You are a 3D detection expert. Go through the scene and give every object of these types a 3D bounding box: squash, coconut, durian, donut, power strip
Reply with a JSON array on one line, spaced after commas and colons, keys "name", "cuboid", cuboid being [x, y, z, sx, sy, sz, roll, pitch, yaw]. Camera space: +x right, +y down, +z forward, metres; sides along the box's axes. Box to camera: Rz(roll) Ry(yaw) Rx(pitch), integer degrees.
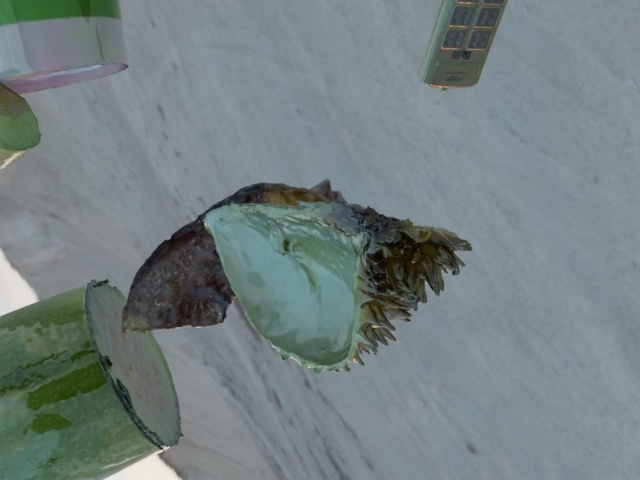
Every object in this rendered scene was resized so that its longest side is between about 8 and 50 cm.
[{"name": "squash", "cuboid": [-0.406, 0.231, 0.927, 0.263, 0.384, 0.263, 156, 90, -86]}, {"name": "coconut", "cuboid": [-0.309, -0.110, 0.665, 0.083, 0.081, 0.082, 29, -124, -42]}, {"name": "durian", "cuboid": [0.003, 0.025, 0.564, 0.139, 0.144, 0.252, 40, 164, -30]}, {"name": "donut", "cuboid": [-0.075, 0.022, 0.811, 0.112, 0.295, 0.151, 112, 150, -77]}, {"name": "power strip", "cuboid": [0.167, -0.239, 0.830, 0.169, 0.076, 0.028, 102, 161, -49]}]

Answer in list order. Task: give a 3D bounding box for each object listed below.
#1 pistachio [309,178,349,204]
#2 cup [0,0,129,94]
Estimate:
[{"name": "pistachio", "cuboid": [0.000, 0.000, 0.989, 0.130, 0.165, 0.210, 18, 176, 0]}, {"name": "cup", "cuboid": [-0.308, -0.283, 0.686, 0.253, 0.253, 0.274, -156, 53, -70]}]
